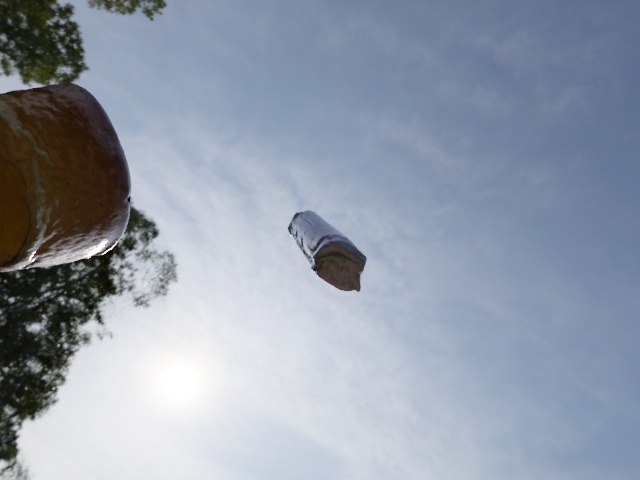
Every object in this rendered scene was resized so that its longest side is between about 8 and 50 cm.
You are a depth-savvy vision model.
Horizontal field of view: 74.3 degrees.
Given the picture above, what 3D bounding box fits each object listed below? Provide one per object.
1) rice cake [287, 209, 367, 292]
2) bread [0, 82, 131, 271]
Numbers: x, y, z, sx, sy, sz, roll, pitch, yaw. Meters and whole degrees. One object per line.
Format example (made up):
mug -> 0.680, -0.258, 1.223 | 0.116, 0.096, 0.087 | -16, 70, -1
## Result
rice cake -> 0.000, 0.001, 0.494 | 0.056, 0.270, 0.048 | 14, -82, -11
bread -> -0.317, -0.064, 0.471 | 0.270, 0.143, 0.195 | -14, -83, 36
